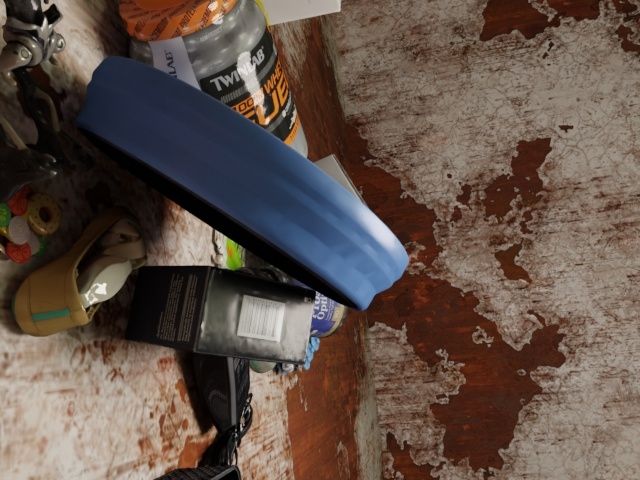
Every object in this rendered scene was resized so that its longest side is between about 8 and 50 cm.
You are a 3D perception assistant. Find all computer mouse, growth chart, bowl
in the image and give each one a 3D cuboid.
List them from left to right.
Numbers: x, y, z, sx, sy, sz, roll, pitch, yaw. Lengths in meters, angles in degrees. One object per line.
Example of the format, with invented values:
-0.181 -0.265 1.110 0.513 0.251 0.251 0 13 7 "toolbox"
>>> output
-0.151 0.207 0.847 0.188 0.072 0.272 -67 160 -73 "computer mouse"
-0.161 -0.020 1.059 0.172 0.021 0.237 63 23 -62 "growth chart"
-0.089 -0.045 0.636 0.077 0.391 0.391 -57 160 -7 "bowl"

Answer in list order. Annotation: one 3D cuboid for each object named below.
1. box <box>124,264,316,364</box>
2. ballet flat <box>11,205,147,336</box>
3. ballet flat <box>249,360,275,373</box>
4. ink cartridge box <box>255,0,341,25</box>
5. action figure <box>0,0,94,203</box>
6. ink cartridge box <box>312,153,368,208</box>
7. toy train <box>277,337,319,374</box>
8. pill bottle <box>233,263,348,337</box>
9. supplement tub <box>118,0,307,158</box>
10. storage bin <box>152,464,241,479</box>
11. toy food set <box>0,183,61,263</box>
-0.117 0.088 0.669 0.156 0.158 0.093 18 76 -42 "box"
-0.219 0.025 0.589 0.232 0.073 0.080 -76 156 -63 "ballet flat"
-0.104 0.154 1.098 0.213 0.072 0.068 -85 158 -48 "ballet flat"
-0.076 -0.422 0.894 0.207 0.353 0.119 -83 161 -52 "ink cartridge box"
-0.251 -0.170 0.410 0.164 0.141 0.275 -76 171 -58 "action figure"
0.000 0.000 1.215 0.270 0.198 0.197 73 -9 -56 "ink cartridge box"
-0.060 0.223 1.267 0.184 0.080 0.105 -50 122 -72 "toy train"
-0.062 0.110 1.030 0.219 0.123 0.122 15 64 -46 "pill bottle"
-0.145 -0.217 0.822 0.316 0.194 0.193 68 18 -49 "supplement tub"
-0.158 0.340 0.658 0.180 0.084 0.122 40 43 -75 "storage bin"
-0.269 -0.021 0.508 0.083 0.020 0.082 70 17 -49 "toy food set"
